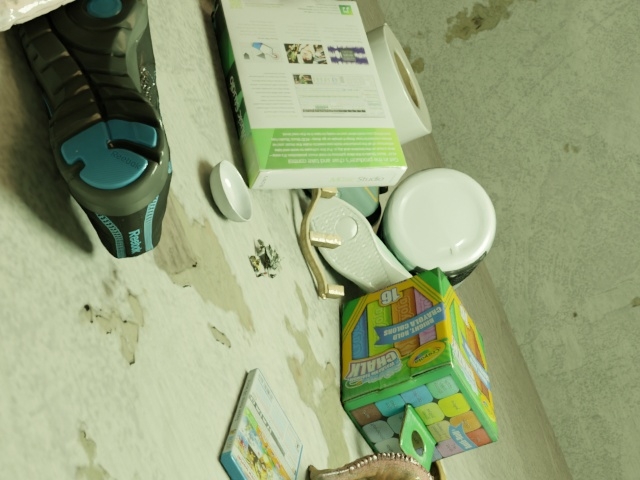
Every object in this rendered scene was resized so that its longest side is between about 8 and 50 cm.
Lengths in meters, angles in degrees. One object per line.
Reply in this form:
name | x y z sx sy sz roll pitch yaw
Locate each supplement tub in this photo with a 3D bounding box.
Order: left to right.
supplement tub | 0.197 0.000 1.778 0.316 0.193 0.194 99 -27 -77

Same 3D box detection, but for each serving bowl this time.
serving bowl | -0.118 -0.059 1.245 0.083 0.027 0.083 57 20 -34

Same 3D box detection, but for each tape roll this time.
tape roll | 0.108 -0.304 2.047 0.246 0.169 0.246 57 19 -32

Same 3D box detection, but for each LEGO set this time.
LEGO set | -0.067 0.026 1.304 0.054 0.023 0.083 62 17 -20

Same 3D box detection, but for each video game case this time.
video game case | -0.061 0.231 1.073 0.119 0.015 0.166 63 16 -20

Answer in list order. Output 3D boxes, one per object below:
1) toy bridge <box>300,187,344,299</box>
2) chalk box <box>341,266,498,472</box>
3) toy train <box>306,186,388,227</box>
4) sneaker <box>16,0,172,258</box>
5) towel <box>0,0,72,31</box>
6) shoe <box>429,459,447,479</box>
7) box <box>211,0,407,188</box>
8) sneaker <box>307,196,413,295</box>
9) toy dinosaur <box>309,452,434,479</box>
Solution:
toy bridge | 0.000 0.000 1.503 0.063 0.026 0.188 10 66 -33
chalk box | 0.147 0.215 1.469 0.180 0.179 0.289 57 19 -33
toy train | 0.016 -0.149 1.634 0.334 0.142 0.190 50 36 -51
sneaker | -0.214 -0.138 0.940 0.140 0.125 0.341 92 -12 -54
towel | -0.263 -0.379 0.869 0.317 0.053 0.332 -36 105 -36
shoe | 0.166 0.377 1.506 0.058 0.076 0.219 58 16 -16
box | -0.022 -0.225 1.463 0.058 0.232 0.322 121 -40 -54
sneaker | 0.057 0.029 1.634 0.256 0.094 0.151 47 -9 -12
toy dinosaur | 0.108 0.322 1.162 0.296 0.200 0.127 58 19 -29
